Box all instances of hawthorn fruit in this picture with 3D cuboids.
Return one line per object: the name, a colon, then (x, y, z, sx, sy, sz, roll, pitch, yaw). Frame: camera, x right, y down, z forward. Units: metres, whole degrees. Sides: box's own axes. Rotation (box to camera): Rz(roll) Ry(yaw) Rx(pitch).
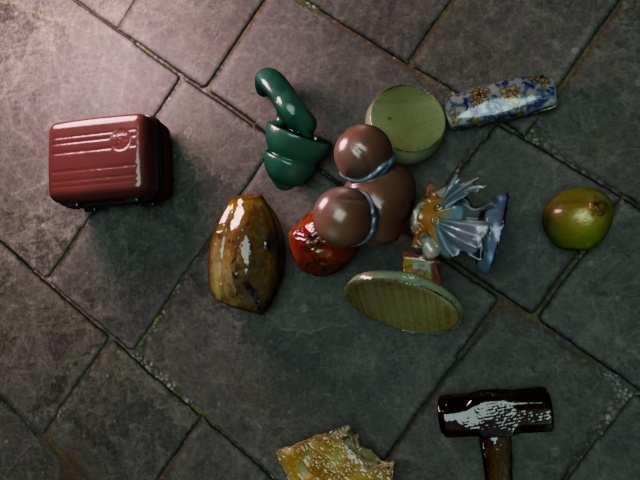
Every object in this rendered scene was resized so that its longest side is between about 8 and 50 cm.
hawthorn fruit: (0.001, 0.002, 1.587, 0.173, 0.179, 0.174, 8, 102, 42)

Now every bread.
bread: (0.182, 0.133, 1.492, 0.267, 0.267, 0.040, 10, 62, 16)

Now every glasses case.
glasses case: (0.410, -0.316, 1.559, 0.248, 0.065, 0.087, -9, 84, 15)

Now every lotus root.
lotus root: (-0.178, 0.029, 1.629, 0.193, 0.193, 0.291, 6, 87, 16)

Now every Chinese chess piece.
Chinese chess piece: (0.195, -0.266, 1.578, 0.188, 0.083, 0.188, 2, 70, -5)

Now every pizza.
pizza: (0.059, 0.539, 1.563, 0.323, 0.089, 0.223, 38, 101, 13)

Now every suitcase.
suitcase: (-0.539, -0.201, 1.755, 0.297, 0.161, 0.236, -3, 84, 15)

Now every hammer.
hammer: (0.390, 0.527, 1.475, 0.242, 0.095, 0.409, -5, 86, 14)

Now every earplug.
earplug: (-0.091, -0.265, 1.644, 0.257, 0.164, 0.280, 16, 100, 22)

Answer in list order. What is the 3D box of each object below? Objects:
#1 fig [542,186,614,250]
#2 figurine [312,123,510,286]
fig: (0.556, -0.048, 1.471, 0.136, 0.121, 0.153, 42, 120, 10)
figurine: (0.196, -0.061, 1.471, 0.388, 0.248, 0.277, 16, 70, 9)
